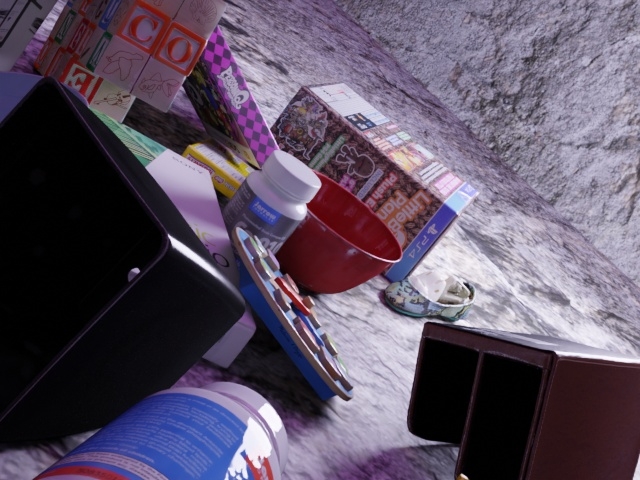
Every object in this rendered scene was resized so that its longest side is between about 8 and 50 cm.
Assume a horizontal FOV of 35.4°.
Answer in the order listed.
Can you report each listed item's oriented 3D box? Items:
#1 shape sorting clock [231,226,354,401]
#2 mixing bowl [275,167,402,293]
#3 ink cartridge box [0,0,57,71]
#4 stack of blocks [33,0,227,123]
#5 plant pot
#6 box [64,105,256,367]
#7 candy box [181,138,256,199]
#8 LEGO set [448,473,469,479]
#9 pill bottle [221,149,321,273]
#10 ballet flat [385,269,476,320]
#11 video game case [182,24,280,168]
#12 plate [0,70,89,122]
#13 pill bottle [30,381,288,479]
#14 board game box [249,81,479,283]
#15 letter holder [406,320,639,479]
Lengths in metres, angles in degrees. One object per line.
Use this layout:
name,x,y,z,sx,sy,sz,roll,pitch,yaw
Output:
shape sorting clock,-0.025,0.071,1.004,0.206,0.040,0.206,56,6,-10
mixing bowl,0.000,0.000,1.225,0.181,0.098,0.181,33,20,-13
ink cartridge box,-0.353,-0.255,1.012,0.086,0.203,0.148,48,21,23
stack of blocks,-0.223,-0.226,1.121,0.087,0.171,0.297,27,5,-29
plant pot,-0.169,0.030,0.734,0.188,0.187,0.167,49,8,31
box,-0.196,-0.028,0.993,0.232,0.058,0.322,28,19,-29
candy box,-0.116,-0.086,1.274,0.105,0.027,0.206,35,8,-3
LEGO set,0.189,0.273,0.772,0.331,0.192,0.255,23,24,-39
pill bottle,-0.064,-0.028,1.107,0.078,0.137,0.078,33,19,-13
ballet flat,0.159,0.071,1.409,0.188,0.070,0.070,10,33,-54
video game case,-0.150,-0.220,1.308,0.210,0.042,0.232,36,-24,58
plate,-0.310,-0.113,0.933,0.188,0.024,0.188,5,30,-3
pill bottle,-0.095,0.162,0.615,0.124,0.124,0.221,40,19,5
board game box,0.073,-0.096,1.522,0.291,0.141,0.232,40,18,6
letter holder,0.233,0.217,1.109,0.152,0.214,0.302,11,0,38
